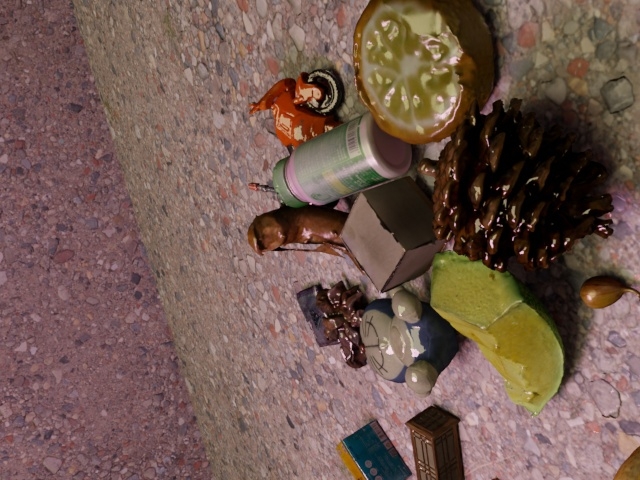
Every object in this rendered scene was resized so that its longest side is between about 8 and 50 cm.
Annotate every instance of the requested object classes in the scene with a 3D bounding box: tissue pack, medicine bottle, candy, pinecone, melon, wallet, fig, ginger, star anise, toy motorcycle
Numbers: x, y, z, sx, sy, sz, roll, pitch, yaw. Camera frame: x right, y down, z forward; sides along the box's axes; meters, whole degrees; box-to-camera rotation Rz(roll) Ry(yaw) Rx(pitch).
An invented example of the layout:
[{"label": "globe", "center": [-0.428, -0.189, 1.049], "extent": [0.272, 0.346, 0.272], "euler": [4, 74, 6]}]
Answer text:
[{"label": "tissue pack", "center": [0.133, 0.566, 1.619], "extent": [0.169, 0.119, 0.082], "euler": [54, 146, 21]}, {"label": "medicine bottle", "center": [0.032, -0.148, 1.226], "extent": [0.274, 0.133, 0.134], "euler": [-17, 95, 41]}, {"label": "candy", "center": [0.159, -0.283, 1.023], "extent": [0.260, 0.118, 0.260], "euler": [36, 139, 39]}, {"label": "pinecone", "center": [0.264, -0.063, 0.891], "extent": [0.257, 0.243, 0.243], "euler": [43, 148, 0]}, {"label": "melon", "center": [0.309, 0.158, 1.041], "extent": [0.323, 0.124, 0.196], "euler": [49, 172, -34]}, {"label": "wallet", "center": [-0.001, 0.202, 1.687], "extent": [0.111, 0.030, 0.166], "euler": [-25, 89, 55]}, {"label": "fig", "center": [0.419, 0.075, 0.913], "extent": [0.083, 0.050, 0.050], "euler": [1, 111, 39]}, {"label": "ginger", "center": [-0.004, -0.013, 1.351], "extent": [0.107, 0.309, 0.133], "euler": [120, 153, -56]}, {"label": "star anise", "center": [0.060, 0.204, 1.524], "extent": [0.220, 0.098, 0.214], "euler": [-17, 85, 60]}, {"label": "toy motorcycle", "center": [-0.052, -0.214, 1.393], "extent": [0.221, 0.147, 0.326], "euler": [14, 117, 29]}]

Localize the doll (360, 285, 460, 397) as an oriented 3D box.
[{"label": "doll", "center": [0.167, 0.199, 1.290], "extent": [0.258, 0.154, 0.228], "euler": [-21, 84, 59]}]

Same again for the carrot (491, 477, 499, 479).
[{"label": "carrot", "center": [0.358, 0.536, 1.325], "extent": [0.032, 0.032, 0.093], "euler": [36, 132, 42]}]

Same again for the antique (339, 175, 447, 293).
[{"label": "antique", "center": [0.146, -0.012, 1.187], "extent": [0.152, 0.147, 0.147], "euler": [55, 147, 23]}]

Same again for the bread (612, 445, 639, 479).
[{"label": "bread", "center": [0.478, 0.405, 0.873], "extent": [0.120, 0.198, 0.236], "euler": [-4, 105, 53]}]

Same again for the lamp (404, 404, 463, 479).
[{"label": "lamp", "center": [0.267, 0.533, 1.412], "extent": [0.090, 0.089, 0.326], "euler": [18, 125, 52]}]
